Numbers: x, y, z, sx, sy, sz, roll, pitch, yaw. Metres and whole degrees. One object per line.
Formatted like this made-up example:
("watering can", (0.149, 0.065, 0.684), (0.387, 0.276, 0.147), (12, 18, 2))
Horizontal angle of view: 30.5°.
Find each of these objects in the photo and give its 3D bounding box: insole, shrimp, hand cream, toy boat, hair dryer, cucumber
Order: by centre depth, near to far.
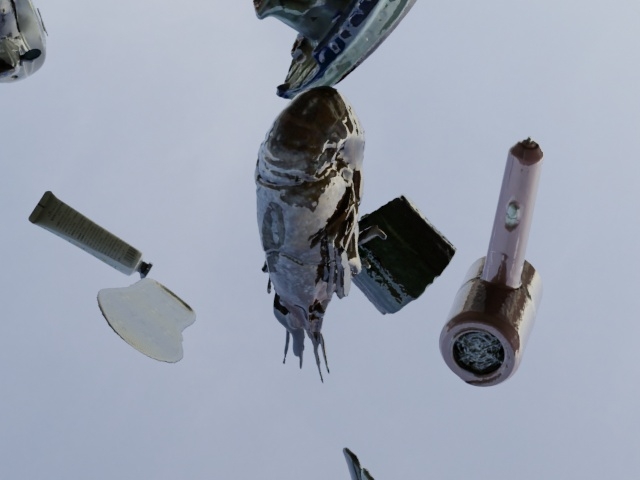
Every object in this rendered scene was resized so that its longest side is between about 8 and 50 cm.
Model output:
("toy boat", (0.021, -0.255, 1.165), (0.115, 0.262, 0.114), (33, -161, -28))
("shrimp", (-0.007, 0.001, 1.198), (0.116, 0.343, 0.145), (12, -146, 16))
("insole", (-0.179, 0.079, 1.250), (0.109, 0.007, 0.322), (40, -175, -1))
("cucumber", (0.079, 0.013, 1.332), (0.115, 0.116, 0.062), (48, -175, -2))
("toy boat", (-0.468, -0.313, 1.664), (0.140, 0.269, 0.141), (-8, -138, 7))
("hair dryer", (0.263, 0.017, 1.699), (0.125, 0.353, 0.210), (13, -151, 14))
("hand cream", (-0.342, -0.002, 1.767), (0.194, 0.042, 0.067), (32, -126, -10))

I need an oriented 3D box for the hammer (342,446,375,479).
("hammer", (-0.067, 0.170, 0.594), (0.226, 0.159, 0.041), (16, -169, -22))
